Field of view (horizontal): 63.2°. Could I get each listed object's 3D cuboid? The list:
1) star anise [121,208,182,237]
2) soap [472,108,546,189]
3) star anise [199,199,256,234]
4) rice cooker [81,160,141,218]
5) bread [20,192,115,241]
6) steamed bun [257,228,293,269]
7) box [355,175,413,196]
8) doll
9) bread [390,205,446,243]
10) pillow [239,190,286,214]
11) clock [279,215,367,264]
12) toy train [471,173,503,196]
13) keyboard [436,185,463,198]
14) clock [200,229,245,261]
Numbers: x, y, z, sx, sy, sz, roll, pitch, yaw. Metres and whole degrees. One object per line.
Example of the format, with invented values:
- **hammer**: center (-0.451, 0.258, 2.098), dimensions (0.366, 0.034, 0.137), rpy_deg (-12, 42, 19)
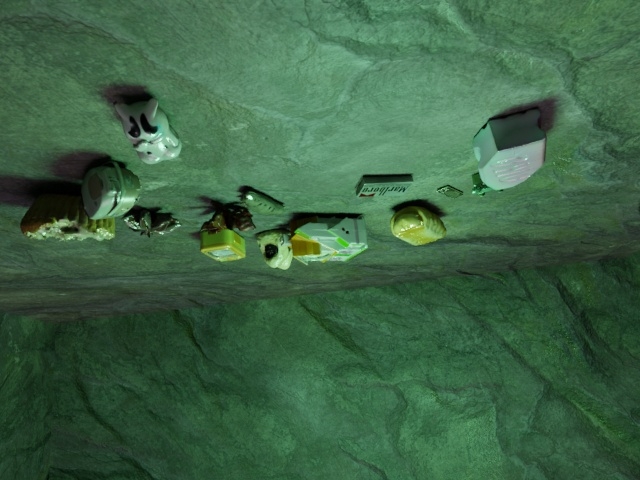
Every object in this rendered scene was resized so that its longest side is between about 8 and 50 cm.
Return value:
- **star anise**: center (-0.600, -0.060, 1.876), dimensions (0.197, 0.073, 0.212), rpy_deg (1, 165, -10)
- **soap**: center (0.568, -0.260, 1.569), dimensions (0.193, 0.109, 0.324), rpy_deg (-11, 163, 18)
- **star anise**: center (-0.331, -0.073, 1.870), dimensions (0.196, 0.110, 0.212), rpy_deg (4, 169, -14)
- **rice cooker**: center (-0.608, -0.139, 1.496), dimensions (0.207, 0.145, 0.127), rpy_deg (-24, 168, 35)
- **bread**: center (-0.780, -0.068, 1.620), dimensions (0.275, 0.149, 0.274), rpy_deg (1, 175, 0)
- **steamed bun**: center (-0.179, 0.045, 2.235), dimensions (0.141, 0.155, 0.172), rpy_deg (-14, 161, 29)
- **box**: center (0.220, -0.188, 1.805), dimensions (0.178, 0.035, 0.115), rpy_deg (-3, 163, -12)
- **doll**: center (-0.403, -0.256, 1.236), dimensions (0.111, 0.106, 0.180), rpy_deg (-14, 164, -2)
- **bread**: center (0.398, -0.065, 2.130), dimensions (0.173, 0.121, 0.311), rpy_deg (-18, 160, 25)
- **pillow**: center (-0.215, -0.125, 1.834), dimensions (0.093, 0.051, 0.241), rpy_deg (-14, 164, 26)
- **clock**: center (0.000, -0.001, 2.127), dimensions (0.310, 0.165, 0.235), rpy_deg (3, 161, -23)
- **toy train**: center (0.585, -0.201, 1.814), dimensions (0.122, 0.081, 0.050), rpy_deg (-15, 152, 25)
- **keyboard**: center (0.490, -0.181, 1.962), dimensions (0.049, 0.015, 0.129), rpy_deg (-20, 159, 38)
- **clock**: center (-0.407, 0.021, 2.181), dimensions (0.144, 0.096, 0.202), rpy_deg (-6, 163, 11)
